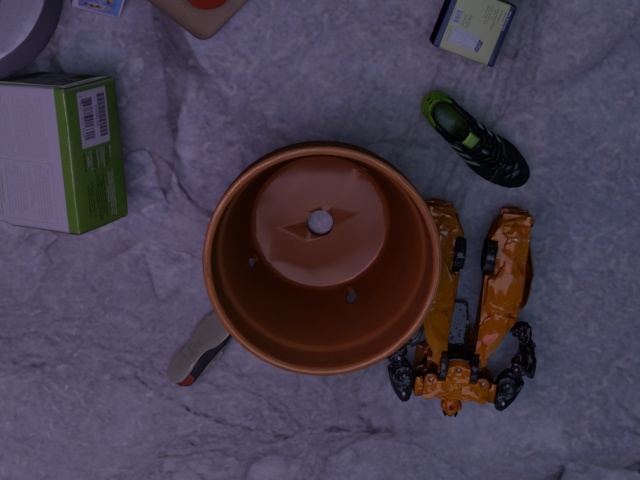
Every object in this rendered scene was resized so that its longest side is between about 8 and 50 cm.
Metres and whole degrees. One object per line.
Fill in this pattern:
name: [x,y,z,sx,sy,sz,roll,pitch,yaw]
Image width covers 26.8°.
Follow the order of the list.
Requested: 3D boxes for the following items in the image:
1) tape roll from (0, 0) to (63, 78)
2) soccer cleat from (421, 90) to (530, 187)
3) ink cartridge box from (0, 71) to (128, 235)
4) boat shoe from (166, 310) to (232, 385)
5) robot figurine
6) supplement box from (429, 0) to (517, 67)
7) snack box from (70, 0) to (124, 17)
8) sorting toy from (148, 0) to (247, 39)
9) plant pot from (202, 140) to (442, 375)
tape roll: [-0.431,-0.308,1.644,0.219,0.072,0.219,0,86,5]
soccer cleat: [0.201,-0.125,1.744,0.179,0.072,0.060,39,102,-11]
ink cartridge box: [-0.384,-0.122,1.735,0.255,0.097,0.189,8,110,33]
boat shoe: [-0.153,0.146,1.835,0.137,0.049,0.043,-49,143,10]
robot figurine: [0.193,0.095,1.802,0.211,0.085,0.291,7,105,-2]
supplement box: [0.194,-0.276,1.708,0.083,0.056,0.083,20,105,-6]
snack box: [-0.256,-0.360,1.657,0.064,0.022,0.178,12,128,-19]
sorting toy: [-0.179,-0.392,1.598,0.229,0.041,0.307,-40,124,23]
plant pot: [0.000,0.000,1.710,0.290,0.203,0.291,0,107,-1]
